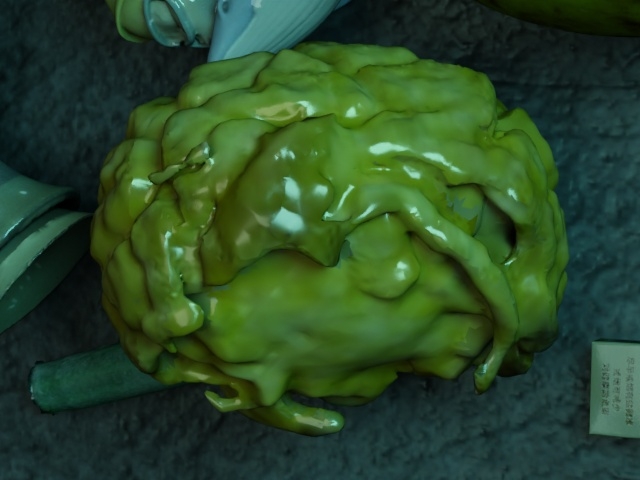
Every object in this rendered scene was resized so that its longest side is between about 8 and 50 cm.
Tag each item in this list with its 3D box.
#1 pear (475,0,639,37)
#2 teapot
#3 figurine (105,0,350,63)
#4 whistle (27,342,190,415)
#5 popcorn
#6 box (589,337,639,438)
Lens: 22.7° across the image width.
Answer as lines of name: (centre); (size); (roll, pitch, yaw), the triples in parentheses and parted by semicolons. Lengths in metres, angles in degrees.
pear: (0.157, -0.222, 0.749); (0.283, 0.283, 0.283); (1, 92, 24)
teapot: (-0.262, -0.058, 0.994); (0.251, 0.183, 0.183); (42, 107, 5)
figurine: (-0.050, -0.188, 0.914); (0.184, 0.128, 0.208); (-4, 82, 27)
whistle: (-0.095, 0.073, 0.984); (0.186, 0.039, 0.039); (-15, 85, 24)
popcorn: (0.000, 0.000, 0.839); (0.250, 0.250, 0.190); (-6, 68, 24)
box: (0.189, 0.082, 0.864); (0.083, 0.024, 0.053); (3, 93, 23)
